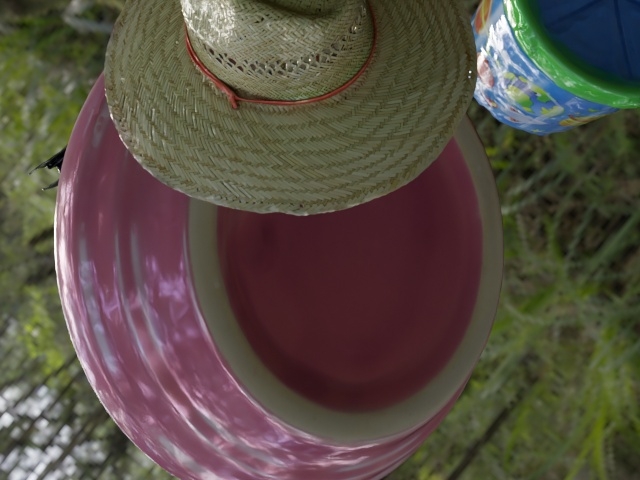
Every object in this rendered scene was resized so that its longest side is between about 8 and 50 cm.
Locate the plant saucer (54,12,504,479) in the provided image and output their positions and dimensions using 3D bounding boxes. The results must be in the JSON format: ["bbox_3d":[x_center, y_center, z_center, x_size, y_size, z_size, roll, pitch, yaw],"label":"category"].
[{"bbox_3d":[0.000,0.000,0.854,0.332,0.332,0.084,37,155,-31],"label":"plant saucer"}]

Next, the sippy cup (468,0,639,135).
[{"bbox_3d":[0.259,-0.218,1.413,0.305,0.240,0.224,63,160,6],"label":"sippy cup"}]

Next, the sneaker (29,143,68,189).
[{"bbox_3d":[-0.264,-0.108,1.602,0.051,0.089,0.170,53,-159,-3],"label":"sneaker"}]

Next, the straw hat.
[{"bbox_3d":[-0.016,-0.082,0.490,0.144,0.144,0.061,40,167,22],"label":"straw hat"}]
